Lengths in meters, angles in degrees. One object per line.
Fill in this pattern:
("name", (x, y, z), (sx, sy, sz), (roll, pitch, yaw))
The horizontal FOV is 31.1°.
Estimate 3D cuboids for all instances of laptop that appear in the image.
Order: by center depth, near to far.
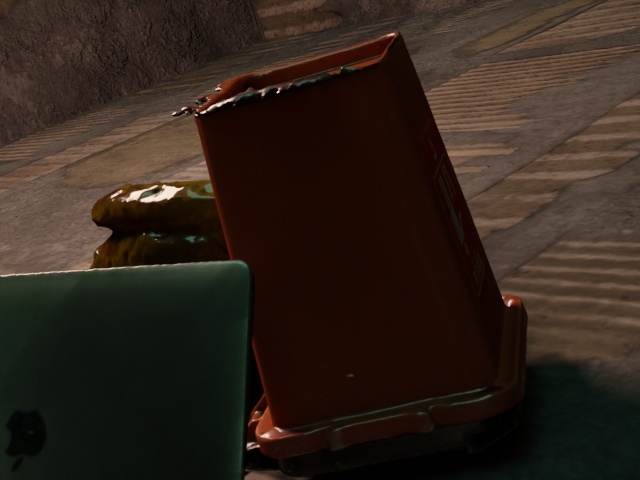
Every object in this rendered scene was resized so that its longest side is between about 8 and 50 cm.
("laptop", (-0.162, 0.110, 0.647), (0.269, 0.188, 0.015), (-4, -16, 21))

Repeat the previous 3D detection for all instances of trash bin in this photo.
("trash bin", (0.010, 0.010, 0.693), (0.184, 0.239, 0.161), (-15, 16, 16))

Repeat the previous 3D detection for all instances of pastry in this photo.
("pastry", (-0.057, 0.008, 0.888), (0.240, 0.132, 0.235), (4, 9, 27))
